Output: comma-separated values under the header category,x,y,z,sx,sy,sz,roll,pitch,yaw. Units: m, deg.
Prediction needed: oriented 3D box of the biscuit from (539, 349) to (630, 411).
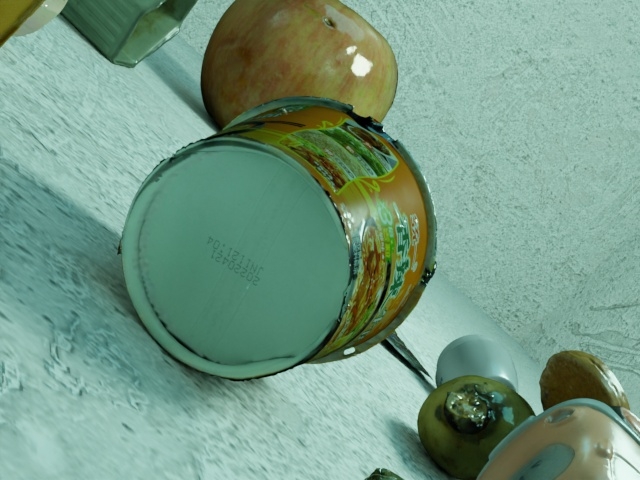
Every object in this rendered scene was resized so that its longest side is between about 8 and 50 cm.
category,x,y,z,sx,sy,sz,roll,pitch,yaw
biscuit,0.323,0.268,1.144,0.324,0.049,0.205,66,-30,10

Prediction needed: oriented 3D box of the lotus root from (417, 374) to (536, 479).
category,x,y,z,sx,sy,sz,roll,pitch,yaw
lotus root,0.173,0.206,1.183,0.221,0.125,0.118,44,30,-57

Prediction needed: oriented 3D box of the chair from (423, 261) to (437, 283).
category,x,y,z,sx,sy,sz,roll,pitch,yaw
chair,0.082,0.010,1.767,0.113,0.106,0.229,41,-2,-29

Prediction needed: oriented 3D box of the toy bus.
category,x,y,z,sx,sy,sz,roll,pitch,yaw
toy bus,0.261,0.297,0.962,0.288,0.194,0.232,46,19,6

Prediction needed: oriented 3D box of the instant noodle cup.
category,x,y,z,sx,sy,sz,roll,pitch,yaw
instant noodle cup,-0.039,0.003,0.835,0.230,0.230,0.182,45,17,7

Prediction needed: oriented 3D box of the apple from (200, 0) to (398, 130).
category,x,y,z,sx,sy,sz,roll,pitch,yaw
apple,-0.052,-0.313,2.114,0.391,0.346,0.391,35,8,-5

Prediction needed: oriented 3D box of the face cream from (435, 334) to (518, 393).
category,x,y,z,sx,sy,sz,roll,pitch,yaw
face cream,0.227,0.201,1.554,0.117,0.117,0.104,41,15,-27

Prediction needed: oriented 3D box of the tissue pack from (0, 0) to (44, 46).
category,x,y,z,sx,sy,sz,roll,pitch,yaw
tissue pack,-0.353,-0.320,0.961,0.274,0.194,0.145,48,8,25

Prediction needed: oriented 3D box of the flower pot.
category,x,y,z,sx,sy,sz,roll,pitch,yaw
flower pot,-0.312,-0.415,1.723,0.189,0.239,0.209,45,39,-1

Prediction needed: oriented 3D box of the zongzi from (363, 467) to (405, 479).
category,x,y,z,sx,sy,sz,roll,pitch,yaw
zongzi,0.065,0.223,0.834,0.076,0.040,0.083,35,27,-18

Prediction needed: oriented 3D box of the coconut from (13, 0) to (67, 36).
category,x,y,z,sx,sy,sz,roll,pitch,yaw
coconut,-0.334,-0.295,1.139,0.147,0.147,0.152,48,9,32

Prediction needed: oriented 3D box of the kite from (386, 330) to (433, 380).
category,x,y,z,sx,sy,sz,roll,pitch,yaw
kite,0.086,0.118,1.674,0.152,0.015,0.285,43,7,-26
